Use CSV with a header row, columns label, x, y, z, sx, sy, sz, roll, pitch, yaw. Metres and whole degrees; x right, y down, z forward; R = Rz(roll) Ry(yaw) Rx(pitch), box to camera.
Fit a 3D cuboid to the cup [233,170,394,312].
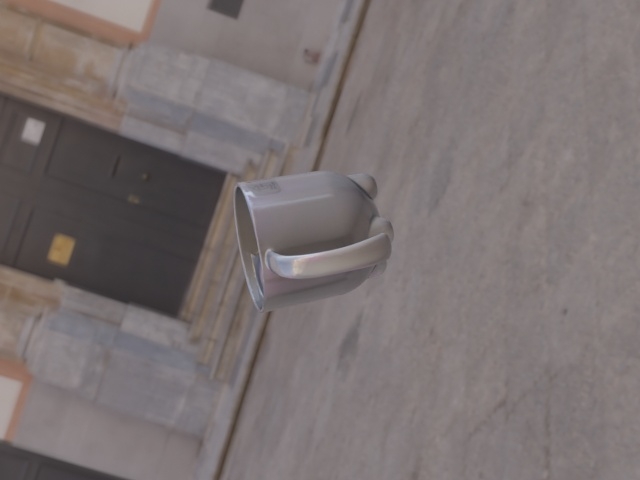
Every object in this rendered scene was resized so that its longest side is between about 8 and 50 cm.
label,x,y,z,sx,sy,sz,roll,pitch,yaw
cup,-0.003,-0.010,1.065,0.173,0.142,0.134,114,144,-70
